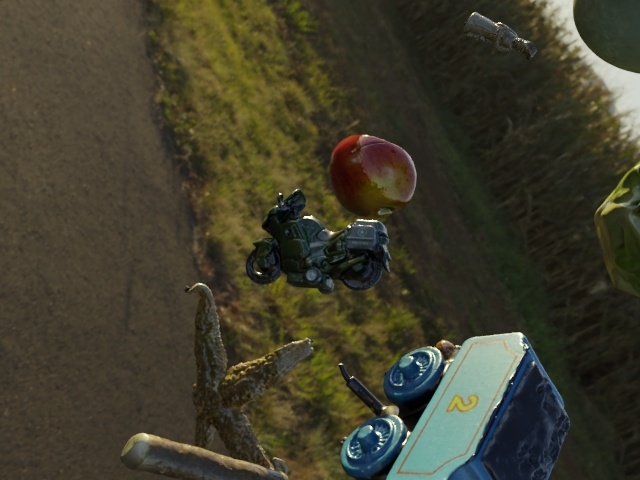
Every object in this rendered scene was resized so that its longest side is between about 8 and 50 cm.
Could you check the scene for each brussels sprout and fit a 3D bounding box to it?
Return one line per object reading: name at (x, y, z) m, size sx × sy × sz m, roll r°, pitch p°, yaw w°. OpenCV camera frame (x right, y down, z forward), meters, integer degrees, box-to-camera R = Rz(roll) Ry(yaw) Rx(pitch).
brussels sprout at (0.659, -0.011, 1.378) m, size 0.247 × 0.328 × 0.328 m, roll 62°, pitch 4°, yaw -69°

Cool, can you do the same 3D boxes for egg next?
egg at (0.587, -0.397, 1.265) m, size 0.258 × 0.352 × 0.258 m, roll -15°, pitch 90°, yaw -77°

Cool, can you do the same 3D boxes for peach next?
peach at (0.116, -0.147, 1.755) m, size 0.190 × 0.190 × 0.192 m, roll 0°, pitch 72°, yaw -68°

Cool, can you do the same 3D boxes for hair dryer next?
hair dryer at (0.133, 0.450, 2.221) m, size 0.271 × 0.091 × 0.235 m, roll 41°, pitch -6°, yaw 10°

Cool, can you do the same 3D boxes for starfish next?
starfish at (-0.179, 0.322, 1.768) m, size 0.082 × 0.324 × 0.432 m, roll 13°, pitch 82°, yaw -62°

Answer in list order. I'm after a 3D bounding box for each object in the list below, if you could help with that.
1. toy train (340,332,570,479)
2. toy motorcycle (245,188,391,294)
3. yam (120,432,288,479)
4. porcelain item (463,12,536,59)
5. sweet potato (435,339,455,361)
toy train at (0.197, 0.276, 1.112) m, size 0.188 × 0.265 × 0.300 m, roll 55°, pitch 48°, yaw -18°
toy motorcycle at (0.000, 0.000, 1.439) m, size 0.125 × 0.274 × 0.187 m, roll 47°, pitch 51°, yaw -65°
yam at (-0.210, 0.438, 1.499) m, size 0.356 × 0.081 × 0.081 m, roll 28°, pitch 34°, yaw -35°
porcelain item at (0.510, -0.575, 2.232) m, size 0.213 × 0.084 × 0.054 m, roll 33°, pitch -12°, yaw 25°
sweet potato at (0.371, 0.410, 2.033) m, size 0.355 × 0.095 × 0.106 m, roll -109°, pitch -170°, yaw -48°
